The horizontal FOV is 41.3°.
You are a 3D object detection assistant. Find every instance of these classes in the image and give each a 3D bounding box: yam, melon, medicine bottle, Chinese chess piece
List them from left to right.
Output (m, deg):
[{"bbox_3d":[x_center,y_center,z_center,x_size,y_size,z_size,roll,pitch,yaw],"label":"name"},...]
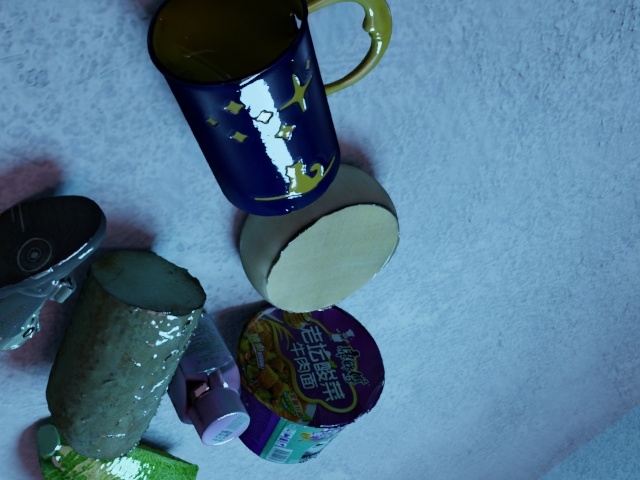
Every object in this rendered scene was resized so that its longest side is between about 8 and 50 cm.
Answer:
[{"bbox_3d":[-0.358,0.402,1.434,0.196,0.124,0.323,-43,145,-2],"label":"melon"},{"bbox_3d":[-0.280,0.158,1.190,0.168,0.168,0.304,1,132,-38],"label":"yam"},{"bbox_3d":[-0.182,0.218,1.309,0.094,0.188,0.119,-12,138,-27],"label":"medicine bottle"},{"bbox_3d":[0.000,0.000,1.285,0.249,0.103,0.250,-22,142,-18],"label":"Chinese chess piece"}]

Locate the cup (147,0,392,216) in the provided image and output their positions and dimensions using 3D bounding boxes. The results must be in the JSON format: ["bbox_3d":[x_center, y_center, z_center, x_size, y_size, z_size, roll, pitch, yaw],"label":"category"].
[{"bbox_3d":[-0.034,-0.166,0.986,0.255,0.178,0.256,-8,146,9],"label":"cup"}]

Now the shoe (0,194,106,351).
[{"bbox_3d":[-0.377,0.060,1.062,0.293,0.109,0.149,-30,147,-2],"label":"shoe"}]

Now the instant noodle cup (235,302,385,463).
[{"bbox_3d":[-0.040,0.248,1.425,0.251,0.251,0.190,-10,145,-30],"label":"instant noodle cup"}]
